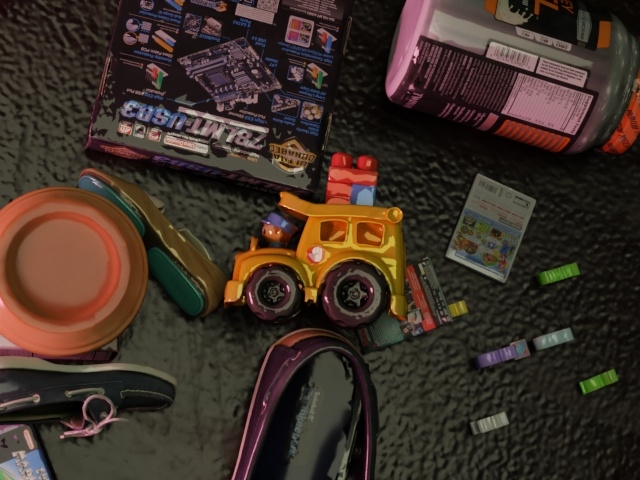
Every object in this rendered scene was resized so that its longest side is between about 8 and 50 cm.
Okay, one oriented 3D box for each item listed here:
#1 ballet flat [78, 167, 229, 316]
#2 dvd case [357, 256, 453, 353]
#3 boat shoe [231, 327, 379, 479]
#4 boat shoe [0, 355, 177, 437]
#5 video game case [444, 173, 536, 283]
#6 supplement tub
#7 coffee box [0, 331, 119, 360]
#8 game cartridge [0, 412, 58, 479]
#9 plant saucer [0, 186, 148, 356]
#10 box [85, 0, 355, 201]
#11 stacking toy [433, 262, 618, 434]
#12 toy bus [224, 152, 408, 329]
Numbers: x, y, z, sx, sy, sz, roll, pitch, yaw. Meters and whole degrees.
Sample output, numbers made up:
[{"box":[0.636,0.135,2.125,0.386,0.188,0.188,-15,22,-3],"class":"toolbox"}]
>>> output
[{"box":[-0.202,-0.006,1.767,0.232,0.080,0.073,49,46,-1],"class":"ballet flat"},{"box":[0.097,0.082,1.802,0.119,0.013,0.087,-22,82,12],"class":"dvd case"},{"box":[-0.032,0.344,1.681,0.186,0.156,0.500,13,78,-11],"class":"boat shoe"},{"box":[-0.281,0.185,1.661,0.254,0.095,0.079,9,57,-35],"class":"boat shoe"},{"box":[0.222,-0.016,1.874,0.087,0.011,0.122,24,75,-6],"class":"video game case"},{"box":[0.256,-0.225,1.829,0.315,0.193,0.194,16,76,-9],"class":"supplement tub"},{"box":[-0.361,0.066,1.695,0.246,0.098,0.141,2,78,-11],"class":"coffee box"},{"box":[-0.399,0.351,1.655,0.230,0.068,0.355,-21,84,-10],"class":"game cartridge"},{"box":[-0.295,0.032,1.644,0.199,0.037,0.200,3,76,-11],"class":"plant saucer"},{"box":[-0.121,-0.224,1.815,0.295,0.073,0.293,13,78,-9],"class":"box"},{"box":[0.261,0.136,1.832,0.221,0.052,0.167,-17,83,-15],"class":"stacking toy"},{"box":[0.000,0.000,1.732,0.220,0.149,0.212,3,87,1],"class":"toy bus"}]
